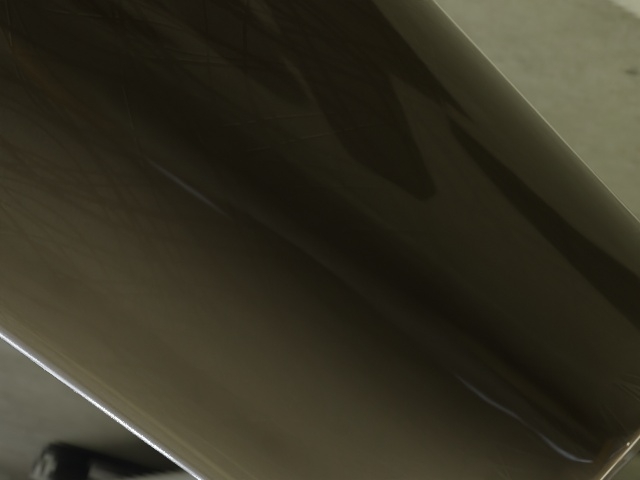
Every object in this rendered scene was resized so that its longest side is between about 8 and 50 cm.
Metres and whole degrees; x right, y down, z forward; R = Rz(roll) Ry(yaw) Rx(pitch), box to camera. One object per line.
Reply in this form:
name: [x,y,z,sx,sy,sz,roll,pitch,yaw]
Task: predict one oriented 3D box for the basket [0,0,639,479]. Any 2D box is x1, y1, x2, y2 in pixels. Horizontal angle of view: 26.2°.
basket: [0.000,0.000,0.428,0.227,0.204,0.154,41,152,16]
